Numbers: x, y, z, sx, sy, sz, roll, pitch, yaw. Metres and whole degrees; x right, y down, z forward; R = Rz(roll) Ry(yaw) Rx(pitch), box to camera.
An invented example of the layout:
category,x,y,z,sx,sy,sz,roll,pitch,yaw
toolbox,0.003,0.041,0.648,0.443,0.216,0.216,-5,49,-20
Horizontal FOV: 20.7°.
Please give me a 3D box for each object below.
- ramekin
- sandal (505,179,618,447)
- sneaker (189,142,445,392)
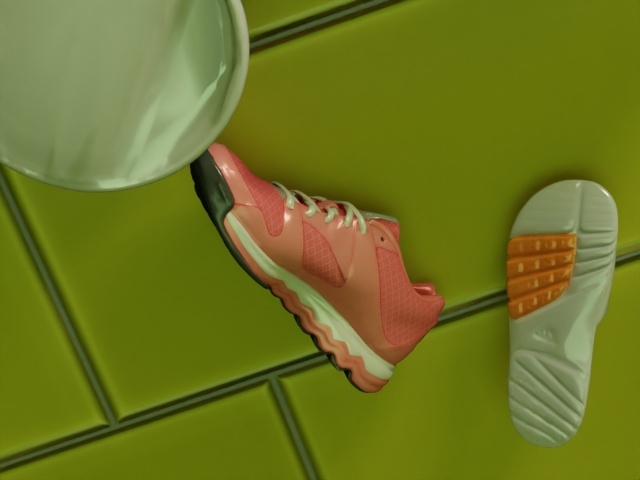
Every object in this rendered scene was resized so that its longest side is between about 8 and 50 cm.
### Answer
category,x,y,z,sx,sy,sz,roll,pitch,yaw
ramekin,-0.194,-0.187,1.509,0.273,0.127,0.273,0,117,0
sandal,0.229,0.066,1.701,0.102,0.076,0.265,10,104,14
sneaker,0.000,0.000,1.648,0.136,0.116,0.314,-40,119,3
